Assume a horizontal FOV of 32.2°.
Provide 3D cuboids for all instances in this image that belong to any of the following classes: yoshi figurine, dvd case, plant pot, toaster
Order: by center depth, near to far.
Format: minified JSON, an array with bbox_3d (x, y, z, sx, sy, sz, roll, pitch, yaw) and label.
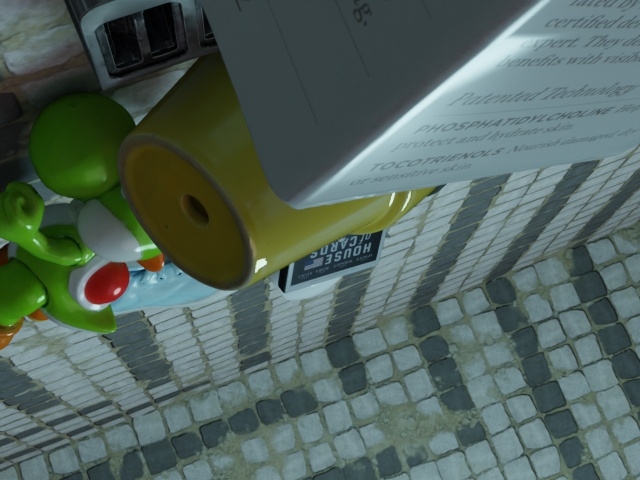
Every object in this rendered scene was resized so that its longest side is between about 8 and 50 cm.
[{"bbox_3d":[-0.115,-0.211,0.845,0.168,0.110,0.185,-21,166,-9],"label":"toaster"},{"bbox_3d":[-0.039,-0.085,0.995,0.239,0.254,0.254,-42,178,-33],"label":"plant pot"},{"bbox_3d":[-0.275,-0.034,1.172,0.203,0.203,0.362,19,140,-40],"label":"yoshi figurine"},{"bbox_3d":[0.029,-0.031,1.707,0.179,0.029,0.238,-16,138,-26],"label":"dvd case"}]

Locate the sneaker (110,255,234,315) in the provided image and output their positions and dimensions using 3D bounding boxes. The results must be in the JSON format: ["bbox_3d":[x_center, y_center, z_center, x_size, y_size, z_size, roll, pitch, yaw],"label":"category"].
[{"bbox_3d":[-0.230,0.031,1.482,0.366,0.135,0.150,-19,170,8],"label":"sneaker"}]

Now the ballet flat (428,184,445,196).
[{"bbox_3d":[0.184,-0.163,1.555,0.096,0.095,0.280,4,141,-41],"label":"ballet flat"}]

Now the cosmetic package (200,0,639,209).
[{"bbox_3d":[0.143,-0.260,0.602,0.328,0.329,0.394,-10,161,-39],"label":"cosmetic package"}]

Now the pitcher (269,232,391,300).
[{"bbox_3d":[0.000,0.000,1.829,0.207,0.125,0.177,-33,152,0],"label":"pitcher"}]
